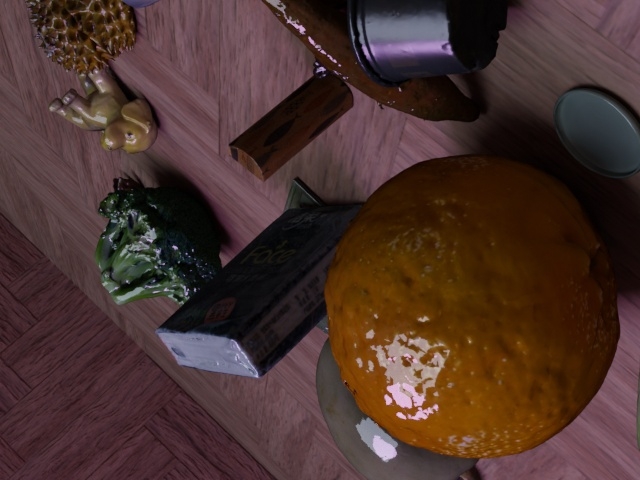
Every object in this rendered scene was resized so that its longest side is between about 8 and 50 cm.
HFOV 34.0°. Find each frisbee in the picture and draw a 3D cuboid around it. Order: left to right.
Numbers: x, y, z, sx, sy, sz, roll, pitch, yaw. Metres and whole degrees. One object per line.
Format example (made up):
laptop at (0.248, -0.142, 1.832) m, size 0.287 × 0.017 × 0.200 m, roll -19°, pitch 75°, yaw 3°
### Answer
frisbee at (0.283, -0.109, 1.060) m, size 0.110 × 0.014 × 0.110 m, roll 39°, pitch 156°, yaw 21°

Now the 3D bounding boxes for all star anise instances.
star anise at (-0.395, -0.079, 2.284) m, size 0.168 × 0.057 × 0.167 m, roll 32°, pitch 144°, yaw 26°

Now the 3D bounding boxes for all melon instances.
melon at (0.130, 0.253, 1.631) m, size 0.308 × 0.271 × 0.271 m, roll 29°, pitch 153°, yaw 20°

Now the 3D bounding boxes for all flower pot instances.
flower pot at (0.112, -0.223, 1.015) m, size 0.107 × 0.157 × 0.157 m, roll 13°, pitch 141°, yaw 37°

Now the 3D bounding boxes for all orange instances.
orange at (0.178, 0.069, 1.149) m, size 0.293 × 0.340 × 0.340 m, roll -15°, pitch 119°, yaw 36°

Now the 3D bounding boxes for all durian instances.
durian at (-0.403, -0.372, 1.714) m, size 0.183 × 0.138 × 0.249 m, roll 39°, pitch 152°, yaw 41°

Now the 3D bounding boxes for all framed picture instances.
framed picture at (0.000, 0.000, 1.756) m, size 0.173 × 0.010 × 0.231 m, roll 43°, pitch 158°, yaw 10°

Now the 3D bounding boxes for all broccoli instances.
broccoli at (-0.323, 0.013, 2.079) m, size 0.294 × 0.245 × 0.265 m, roll 62°, pitch -173°, yaw 31°

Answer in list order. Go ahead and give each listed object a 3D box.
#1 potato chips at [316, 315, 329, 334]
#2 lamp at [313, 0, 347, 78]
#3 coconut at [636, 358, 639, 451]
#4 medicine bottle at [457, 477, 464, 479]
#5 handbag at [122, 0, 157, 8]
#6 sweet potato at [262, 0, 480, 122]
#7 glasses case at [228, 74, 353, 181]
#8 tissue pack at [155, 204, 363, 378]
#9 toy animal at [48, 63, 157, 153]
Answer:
potato chips at (0.009, 0.139, 1.899) m, size 0.167 × 0.059 × 0.228 m, roll 49°, pitch 164°, yaw 24°
lamp at (0.018, -0.286, 1.124) m, size 0.118 × 0.118 × 0.253 m, roll 38°, pitch 160°, yaw 21°
coconut at (0.423, 0.153, 1.008) m, size 0.205 × 0.235 × 0.236 m, roll 21°, pitch 178°, yaw -39°
medicine bottle at (0.200, 0.387, 1.912) m, size 0.110 × 0.110 × 0.351 m, roll 12°, pitch 139°, yaw 55°
handbag at (-0.237, -0.390, 1.440) m, size 0.173 × 0.095 × 0.117 m, roll -8°, pitch 117°, yaw 54°
sweet potato at (0.050, -0.187, 1.111) m, size 0.314 × 0.072 × 0.066 m, roll 24°, pitch -171°, yaw -24°
glasses case at (-0.038, -0.153, 1.358) m, size 0.065 × 0.170 × 0.041 m, roll 38°, pitch 157°, yaw 23°
tissue pack at (-0.069, 0.072, 1.574) m, size 0.228 × 0.316 × 0.103 m, roll 0°, pitch 126°, yaw 52°
toy animal at (-0.408, -0.240, 1.966) m, size 0.233 × 0.121 × 0.168 m, roll 20°, pitch 157°, yaw 54°
